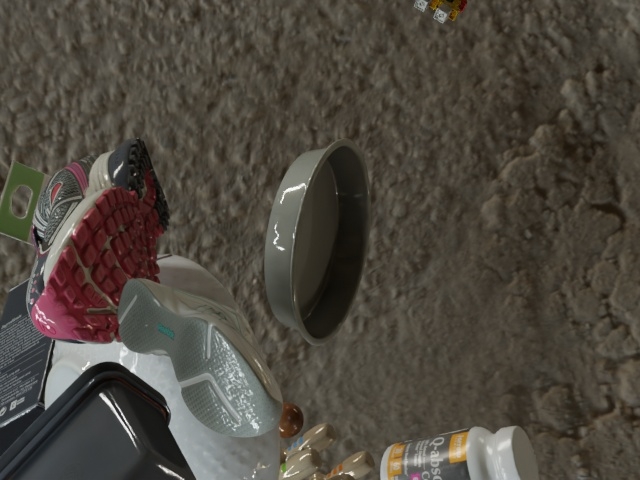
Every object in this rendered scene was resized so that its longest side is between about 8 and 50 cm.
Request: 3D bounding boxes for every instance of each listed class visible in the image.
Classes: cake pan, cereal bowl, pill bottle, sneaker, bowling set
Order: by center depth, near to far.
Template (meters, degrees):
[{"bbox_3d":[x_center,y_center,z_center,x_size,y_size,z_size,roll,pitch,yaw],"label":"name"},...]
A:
[{"bbox_3d":[-0.059,0.060,0.451,0.061,0.152,0.053,7,106,-40],"label":"sneaker"},{"bbox_3d":[-0.207,0.006,0.700,0.112,0.299,0.120,-17,113,2],"label":"sneaker"},{"bbox_3d":[-0.201,0.190,0.855,0.141,0.339,0.338,-10,75,-41],"label":"cereal bowl"},{"bbox_3d":[0.000,0.000,1.114,0.054,0.293,0.293,9,71,21],"label":"cake pan"},{"bbox_3d":[-0.046,0.360,1.235,0.154,0.287,0.199,-33,86,18],"label":"bowling set"},{"bbox_3d":[0.272,0.457,1.546,0.279,0.162,0.162,-21,76,27],"label":"pill bottle"}]

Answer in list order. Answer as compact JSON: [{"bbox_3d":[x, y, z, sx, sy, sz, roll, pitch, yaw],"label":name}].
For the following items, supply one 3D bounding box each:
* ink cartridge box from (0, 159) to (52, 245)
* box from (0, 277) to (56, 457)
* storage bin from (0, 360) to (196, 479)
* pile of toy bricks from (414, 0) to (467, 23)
[{"bbox_3d":[-0.442,-0.022,1.362,0.235,0.056,0.171,22,42,-26],"label":"ink cartridge box"},{"bbox_3d":[-0.497,0.277,1.605,0.212,0.293,0.395,-30,39,20],"label":"box"},{"bbox_3d":[-0.148,0.170,0.530,0.135,0.098,0.091,-46,41,-7],"label":"storage bin"},{"bbox_3d":[0.122,-0.401,1.067,0.212,0.118,0.105,34,50,9],"label":"pile of toy bricks"}]
